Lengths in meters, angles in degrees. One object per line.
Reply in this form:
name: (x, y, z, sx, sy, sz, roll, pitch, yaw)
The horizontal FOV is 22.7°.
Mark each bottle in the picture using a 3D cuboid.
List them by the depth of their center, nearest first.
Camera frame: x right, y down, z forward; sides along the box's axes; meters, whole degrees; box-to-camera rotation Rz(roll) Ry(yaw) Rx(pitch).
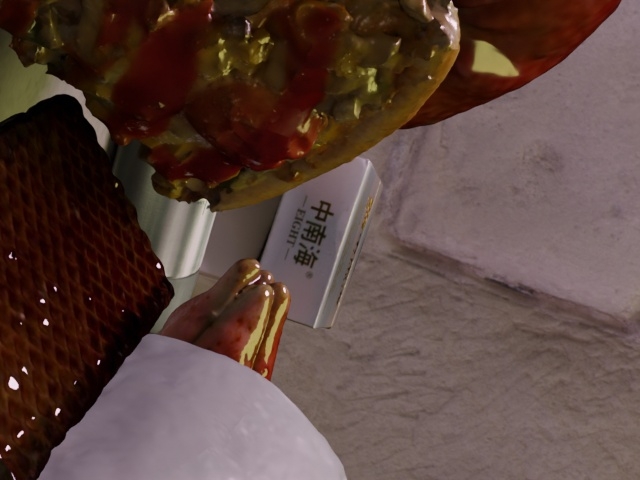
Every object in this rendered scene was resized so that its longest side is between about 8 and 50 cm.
bottle: (-0.110, -0.043, 1.100, 0.096, 0.079, 0.254, -6, 124, -44)

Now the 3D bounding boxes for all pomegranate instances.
pomegranate: (-0.095, 0.120, 1.038, 0.248, 0.214, 0.214, -58, 180, 10)

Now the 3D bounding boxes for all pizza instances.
pizza: (-0.058, -0.070, 0.652, 0.188, 0.198, 0.062, -36, -139, 49)

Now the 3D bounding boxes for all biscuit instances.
biscuit: (-0.130, 0.021, 0.601, 0.106, 0.070, 0.252, 64, 13, -9)

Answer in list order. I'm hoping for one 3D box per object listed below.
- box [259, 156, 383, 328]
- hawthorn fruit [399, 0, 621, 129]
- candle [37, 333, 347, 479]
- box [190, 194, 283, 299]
box: (0.000, 0.000, 1.450, 0.243, 0.067, 0.155, 21, 90, -84)
hawthorn fruit: (0.029, -0.194, 0.761, 0.275, 0.275, 0.300, 107, 1, -48)
candle: (-0.101, 0.166, 0.685, 0.342, 0.221, 0.221, -45, 157, -60)
box: (-0.078, -0.032, 1.503, 0.194, 0.111, 0.260, 102, 6, -61)
